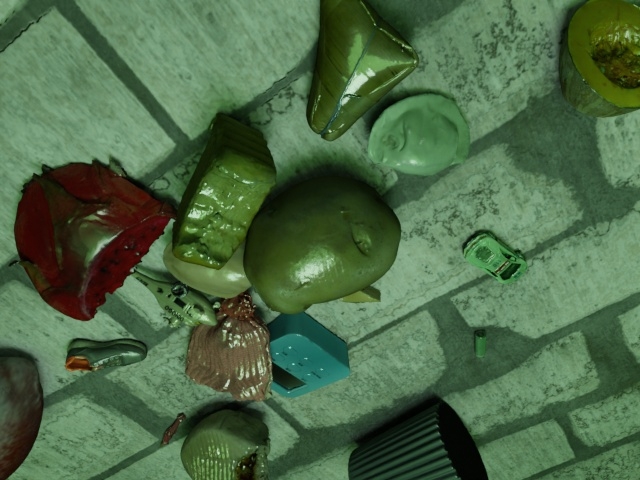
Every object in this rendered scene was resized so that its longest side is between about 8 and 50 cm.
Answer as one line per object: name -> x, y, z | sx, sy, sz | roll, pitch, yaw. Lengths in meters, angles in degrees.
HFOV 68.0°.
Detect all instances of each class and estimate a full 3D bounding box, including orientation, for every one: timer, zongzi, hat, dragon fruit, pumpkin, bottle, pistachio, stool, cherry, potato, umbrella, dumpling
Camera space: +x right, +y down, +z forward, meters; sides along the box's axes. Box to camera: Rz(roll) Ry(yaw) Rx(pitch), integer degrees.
timer -> -0.076, 0.322, 1.247 | 0.250, 0.091, 0.232 | -39, 119, 22
zongzi -> 0.011, -0.324, 0.827 | 0.228, 0.115, 0.256 | -39, 112, 23
hat -> -0.213, 0.242, 1.153 | 0.237, 0.107, 0.286 | 11, 106, 8
dragon fruit -> -0.493, -0.006, 0.950 | 0.282, 0.100, 0.343 | 39, 99, -10
pumpkin -> 0.522, -0.317, 0.871 | 0.218, 0.217, 0.110 | 4, 161, -9
bottle -> 0.442, 0.287, 1.311 | 0.031, 0.030, 0.083 | -11, 124, 1
pistachio -> -0.225, 0.049, 1.035 | 0.223, 0.126, 0.152 | 6, 101, -2
stool -> 0.282, 0.685, 1.408 | 0.330, 0.297, 0.297 | -32, 120, 19
cherry -> -0.852, 0.432, 1.131 | 0.327, 0.291, 0.334 | 17, 110, -23
potato -> 0.000, 0.000, 0.953 | 0.327, 0.221, 0.243 | -21, 108, -4
umbrella -> -0.440, 0.566, 1.404 | 0.027, 0.025, 0.165 | 32, 114, -4
dumpling -> 0.192, -0.198, 0.940 | 0.219, 0.152, 0.108 | -2, 165, -17

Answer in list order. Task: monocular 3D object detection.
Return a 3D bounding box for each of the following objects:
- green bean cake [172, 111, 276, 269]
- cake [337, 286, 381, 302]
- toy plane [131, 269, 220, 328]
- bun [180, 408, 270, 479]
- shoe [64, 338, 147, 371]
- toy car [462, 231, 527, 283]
green bean cake -> -0.179, -0.088, 0.887 | 0.124, 0.232, 0.236 | 21, 119, -25
cake -> 0.096, 0.121, 1.154 | 0.121, 0.052, 0.065 | 6, 120, -9
toy plane -> -0.357, 0.115, 1.067 | 0.286, 0.092, 0.108 | 36, 88, -7
bun -> -0.250, 0.605, 1.344 | 0.282, 0.205, 0.281 | 2, 95, 21
shoe -> -0.538, 0.296, 1.186 | 0.195, 0.077, 0.074 | 5, 122, -8
toy car -> 0.427, 0.048, 1.138 | 0.186, 0.058, 0.093 | 30, 113, -22
